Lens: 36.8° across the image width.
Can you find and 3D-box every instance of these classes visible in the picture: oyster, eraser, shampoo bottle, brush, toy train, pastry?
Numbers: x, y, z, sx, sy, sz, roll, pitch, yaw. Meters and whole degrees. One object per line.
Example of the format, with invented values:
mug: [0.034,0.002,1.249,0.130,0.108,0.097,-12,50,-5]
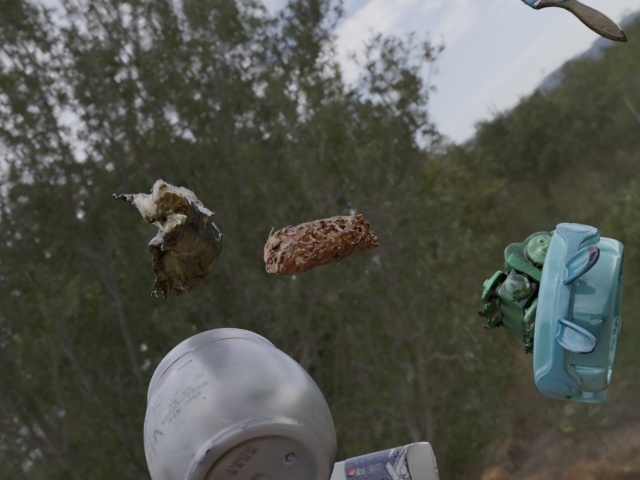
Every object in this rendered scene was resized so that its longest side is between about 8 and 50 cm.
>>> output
oyster: [-0.232,-0.021,1.519,0.133,0.197,0.337,-8,-16,3]
eraser: [0.104,0.411,1.588,0.068,0.124,0.210,-1,-18,-40]
shampoo bottle: [-0.124,0.282,1.416,0.273,0.273,0.266,-36,31,-4]
brush: [0.321,-0.317,1.264,0.070,0.196,0.021,-55,-6,12]
toy train: [0.222,0.053,1.006,0.104,0.071,0.178,-53,-22,-8]
pastry: [0.002,0.000,1.215,0.169,0.063,0.087,-16,4,-42]

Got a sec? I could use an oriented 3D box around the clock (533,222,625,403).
clock: [0.155,0.043,0.575,0.045,0.108,0.147,6,-7,20]
